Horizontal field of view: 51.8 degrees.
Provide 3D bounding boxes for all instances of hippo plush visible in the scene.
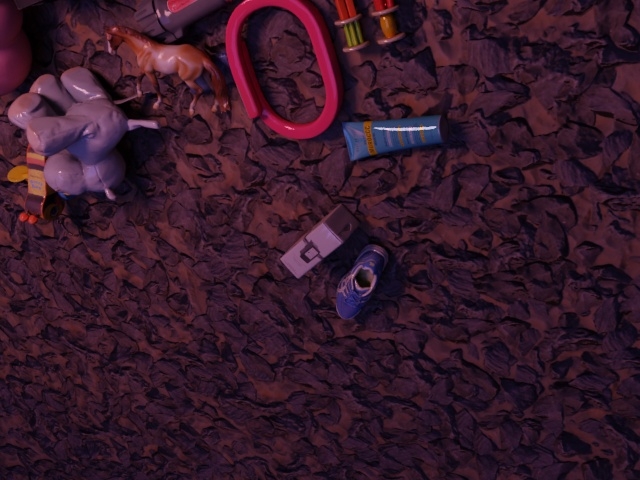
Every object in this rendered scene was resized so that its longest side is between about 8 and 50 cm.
[{"bbox_3d":[-0.521,-0.229,1.475,0.294,0.234,0.237,-11,144,-17],"label":"hippo plush"}]

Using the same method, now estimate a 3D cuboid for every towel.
[{"bbox_3d":[-0.223,-0.344,1.353,0.119,0.029,0.067,-10,116,26],"label":"towel"}]

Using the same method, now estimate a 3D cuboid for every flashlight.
[{"bbox_3d":[-0.227,-0.475,1.242,0.304,0.103,0.103,-13,150,33],"label":"flashlight"}]

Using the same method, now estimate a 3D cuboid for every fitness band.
[{"bbox_3d":[-0.067,-0.336,1.282,0.208,0.054,0.291,-8,116,24],"label":"fitness band"}]

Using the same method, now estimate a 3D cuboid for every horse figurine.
[{"bbox_3d":[-0.293,-0.337,1.317,0.263,0.066,0.175,14,136,9],"label":"horse figurine"}]

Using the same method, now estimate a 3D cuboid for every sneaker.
[{"bbox_3d":[0.079,0.100,1.451,0.080,0.081,0.211,26,126,5],"label":"sneaker"}]

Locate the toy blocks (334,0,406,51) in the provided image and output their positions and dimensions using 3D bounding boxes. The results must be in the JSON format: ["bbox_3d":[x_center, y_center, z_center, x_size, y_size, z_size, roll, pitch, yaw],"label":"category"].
[{"bbox_3d":[0.077,-0.421,1.167,0.123,0.054,0.148,-5,116,25],"label":"toy blocks"}]

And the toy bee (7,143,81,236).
[{"bbox_3d":[-0.653,-0.114,1.588,0.195,0.162,0.298,-7,115,24],"label":"toy bee"}]

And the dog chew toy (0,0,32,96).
[{"bbox_3d":[-0.710,-0.457,1.361,0.206,0.207,0.332,31,139,3],"label":"dog chew toy"}]

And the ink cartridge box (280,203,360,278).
[{"bbox_3d":[0.000,0.000,1.408,0.063,0.109,0.150,47,125,-4],"label":"ink cartridge box"}]

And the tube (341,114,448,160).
[{"bbox_3d":[0.141,-0.204,1.274,0.207,0.052,0.080,-3,106,31],"label":"tube"}]

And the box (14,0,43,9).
[{"bbox_3d":[-0.479,-0.569,1.261,0.270,0.143,0.165,-8,114,27],"label":"box"}]
